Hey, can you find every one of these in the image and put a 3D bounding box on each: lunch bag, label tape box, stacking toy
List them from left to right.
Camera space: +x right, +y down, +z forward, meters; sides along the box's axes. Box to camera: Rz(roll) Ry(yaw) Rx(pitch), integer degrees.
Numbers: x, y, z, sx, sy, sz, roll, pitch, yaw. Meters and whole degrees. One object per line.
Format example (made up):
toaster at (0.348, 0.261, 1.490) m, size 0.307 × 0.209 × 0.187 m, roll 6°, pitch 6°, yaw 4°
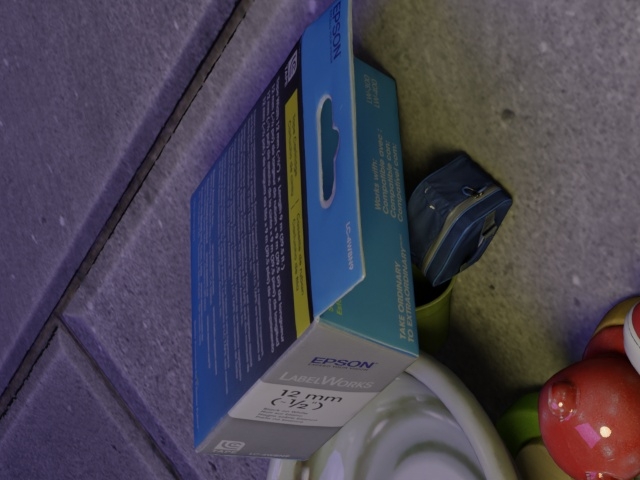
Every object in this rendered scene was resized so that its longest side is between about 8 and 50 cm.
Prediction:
label tape box at (0.000, 0.000, 1.279) m, size 0.347 × 0.115 × 0.249 m, roll 133°, pitch 140°, yaw -53°
lunch bag at (0.107, -0.014, 1.278) m, size 0.065 × 0.067 × 0.098 m, roll 46°, pitch 143°, yaw 16°
stacking toy at (0.234, 0.229, 1.241) m, size 0.309 × 0.130 × 0.279 m, roll 56°, pitch 141°, yaw 3°

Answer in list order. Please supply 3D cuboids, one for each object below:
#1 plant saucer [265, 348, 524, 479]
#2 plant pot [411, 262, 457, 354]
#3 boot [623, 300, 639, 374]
plant saucer at (0.083, 0.280, 1.342) m, size 0.400 × 0.101 × 0.400 m, roll -1°, pitch 88°, yaw 60°
plant pot at (0.079, 0.056, 1.369) m, size 0.083 × 0.083 × 0.079 m, roll 29°, pitch 148°, yaw 36°
boot at (0.325, 0.070, 1.062) m, size 0.244 × 0.088 × 0.176 m, roll 32°, pitch 138°, yaw 20°
